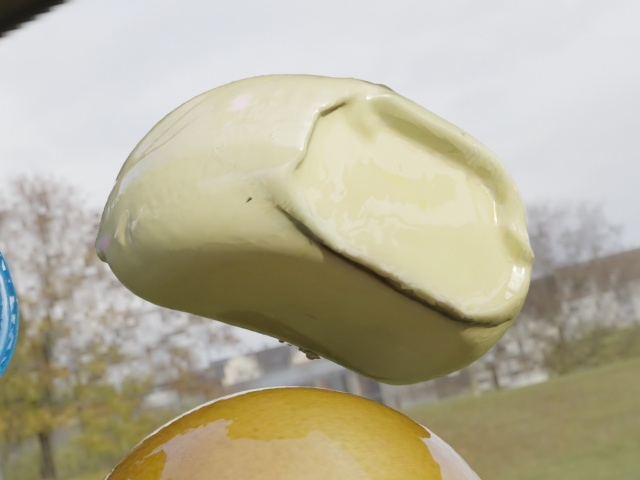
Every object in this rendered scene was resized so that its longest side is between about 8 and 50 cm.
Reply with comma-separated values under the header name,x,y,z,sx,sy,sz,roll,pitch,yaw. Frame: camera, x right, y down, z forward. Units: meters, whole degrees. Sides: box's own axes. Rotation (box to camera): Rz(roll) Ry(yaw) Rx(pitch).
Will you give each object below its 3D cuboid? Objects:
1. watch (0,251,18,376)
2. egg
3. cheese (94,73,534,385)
name,x,y,z,sx,sy,sz,roll,pitch,yaw
watch,-0.279,0.042,0.972,0.200,0.196,0.171,31,-36,-26
egg,-0.025,0.213,0.935,0.250,0.250,0.322,-9,-22,-27
cheese,0.000,0.000,1.092,0.266,0.127,0.233,26,-29,-25
